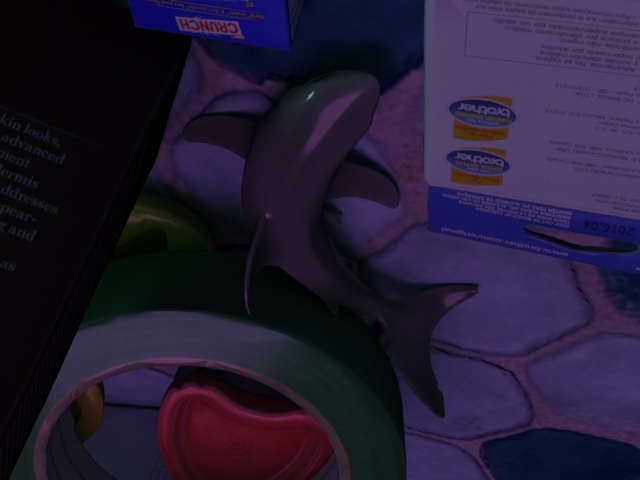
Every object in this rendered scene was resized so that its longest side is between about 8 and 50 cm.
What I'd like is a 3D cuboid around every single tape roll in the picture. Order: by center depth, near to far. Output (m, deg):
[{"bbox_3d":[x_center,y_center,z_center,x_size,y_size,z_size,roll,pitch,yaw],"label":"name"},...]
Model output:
[{"bbox_3d":[-0.095,0.159,0.787,0.321,0.077,0.321,1,123,2],"label":"tape roll"}]

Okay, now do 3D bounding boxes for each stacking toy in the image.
[{"bbox_3d":[-0.116,0.074,0.855,0.309,0.130,0.279,23,121,-13],"label":"stacking toy"}]

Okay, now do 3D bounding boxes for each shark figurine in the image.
[{"bbox_3d":[-0.008,0.014,0.668,0.166,0.116,0.278,2,142,26],"label":"shark figurine"}]

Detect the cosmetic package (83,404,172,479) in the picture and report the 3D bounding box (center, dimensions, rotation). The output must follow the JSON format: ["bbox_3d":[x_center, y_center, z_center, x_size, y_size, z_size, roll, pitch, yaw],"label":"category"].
[{"bbox_3d":[-0.252,0.305,1.114,0.385,0.217,0.156,0,143,28],"label":"cosmetic package"}]

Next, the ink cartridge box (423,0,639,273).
[{"bbox_3d":[0.144,-0.097,0.477,0.185,0.065,0.311,10,144,12],"label":"ink cartridge box"}]

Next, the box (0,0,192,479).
[{"bbox_3d":[-0.227,0.023,0.535,0.191,0.381,0.143,22,149,-6],"label":"box"}]

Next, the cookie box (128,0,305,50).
[{"bbox_3d":[-0.058,-0.153,0.509,0.091,0.040,0.107,11,146,10],"label":"cookie box"}]
